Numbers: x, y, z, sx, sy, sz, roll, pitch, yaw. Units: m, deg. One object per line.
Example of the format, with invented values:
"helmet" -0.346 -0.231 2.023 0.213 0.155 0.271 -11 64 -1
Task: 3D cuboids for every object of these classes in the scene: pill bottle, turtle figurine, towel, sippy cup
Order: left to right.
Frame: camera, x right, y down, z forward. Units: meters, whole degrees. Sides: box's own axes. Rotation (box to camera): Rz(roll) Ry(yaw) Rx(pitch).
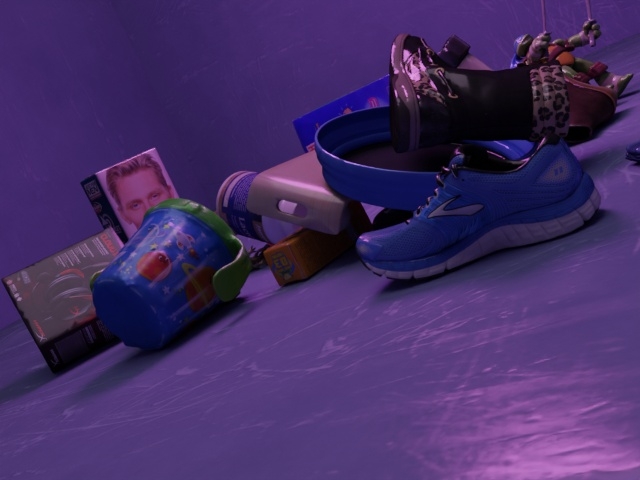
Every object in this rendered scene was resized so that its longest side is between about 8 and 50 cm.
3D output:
"sippy cup" -0.289 0.076 1.409 0.305 0.240 0.224 -48 1 45
"pill bottle" -0.102 -0.068 1.716 0.153 0.153 0.264 -31 30 -34
"turtle figurine" 0.569 -0.435 1.708 0.275 0.266 0.198 -54 -23 20
"towel" 0.475 -0.127 1.060 0.067 0.029 0.119 -25 8 3

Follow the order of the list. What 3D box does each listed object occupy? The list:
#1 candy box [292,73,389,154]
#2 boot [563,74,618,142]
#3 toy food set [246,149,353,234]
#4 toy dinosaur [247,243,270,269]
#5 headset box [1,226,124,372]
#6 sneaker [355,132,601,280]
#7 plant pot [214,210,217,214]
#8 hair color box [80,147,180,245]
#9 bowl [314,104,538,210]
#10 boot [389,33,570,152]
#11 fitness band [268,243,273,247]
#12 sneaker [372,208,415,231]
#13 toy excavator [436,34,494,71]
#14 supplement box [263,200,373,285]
"candy box" 0.120 -0.276 2.094 0.317 0.268 0.122 -21 6 23
"boot" 0.457 -0.267 1.543 0.248 0.090 0.207 11 35 34
"toy food set" 0.041 -0.100 1.464 0.219 0.092 0.306 16 30 36
"toy dinosaur" -0.163 0.053 1.725 0.183 0.053 0.092 -24 -10 -48
"headset box" -0.504 0.116 1.674 0.293 0.218 0.110 -28 -34 -22
"sneaker" 0.189 -0.051 1.021 0.330 0.147 0.130 -21 10 26
"plant pot" -0.288 -0.074 2.582 0.134 0.095 0.134 -24 10 4
"hair color box" -0.412 -0.028 1.848 0.174 0.347 0.105 -32 12 -36
"bowl" 0.184 -0.155 1.363 0.391 0.077 0.391 -1 26 1
"boot" 0.263 -0.266 1.341 0.284 0.138 0.377 0 30 6
"fitness band" -0.023 -0.052 1.888 0.209 0.054 0.291 -31 10 -30
"sneaker" 0.169 -0.065 1.401 0.178 0.072 0.077 -24 5 -4
"toy excavator" 0.269 -0.249 1.803 0.445 0.222 0.433 -53 -1 -3
"supplement box" 0.000 0.000 1.456 0.078 0.080 0.233 -20 13 43
